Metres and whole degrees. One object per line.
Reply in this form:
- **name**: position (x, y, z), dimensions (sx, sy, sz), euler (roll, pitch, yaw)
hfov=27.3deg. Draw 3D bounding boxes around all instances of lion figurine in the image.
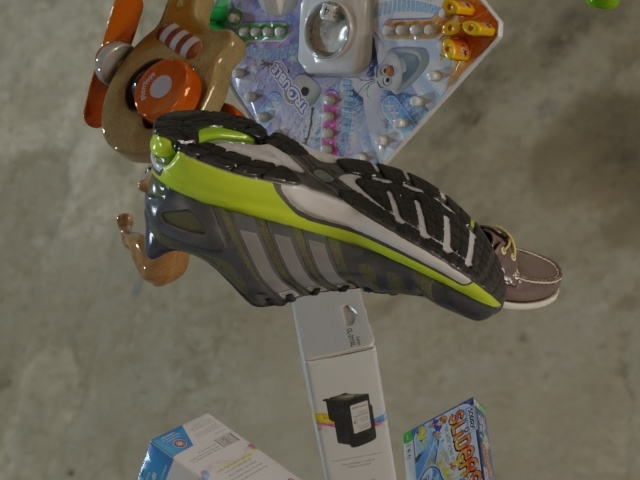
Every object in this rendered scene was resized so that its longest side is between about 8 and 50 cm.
- **lion figurine**: position (-0.240, -0.031, 2.130), dimensions (0.392, 0.142, 0.240), euler (104, 155, -51)

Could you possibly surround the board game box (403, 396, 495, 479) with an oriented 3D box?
- **board game box**: position (0.193, 0.344, 1.975), dimensions (0.136, 0.035, 0.201), euler (-32, 32, 22)

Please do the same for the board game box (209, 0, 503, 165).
- **board game box**: position (0.009, -0.288, 1.808), dimensions (0.390, 0.050, 0.390), euler (-48, 64, 30)

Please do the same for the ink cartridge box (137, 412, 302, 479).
- **ink cartridge box**: position (-0.085, 0.215, 1.163), dimensions (0.122, 0.088, 0.052), euler (31, 114, 23)

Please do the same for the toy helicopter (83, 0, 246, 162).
- **toy helicopter**: position (-0.191, -0.262, 1.689), dimensions (0.235, 0.140, 0.355), euler (1, 66, 34)

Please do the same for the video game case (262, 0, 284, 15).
- **video game case**: position (-0.046, -0.320, 1.256), dimensions (0.019, 0.157, 0.143), euler (1, 49, 11)

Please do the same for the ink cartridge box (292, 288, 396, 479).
- **ink cartridge box**: position (0.023, 0.150, 1.342), dimensions (0.072, 0.175, 0.127), euler (-11, 30, -2)

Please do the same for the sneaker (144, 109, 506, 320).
- **sneaker**: position (0.000, 0.000, 1.026), dimensions (0.111, 0.300, 0.121), euler (-71, 4, -59)

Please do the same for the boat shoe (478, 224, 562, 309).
- **boat shoe**: position (0.239, 0.026, 2.012), dimensions (0.116, 0.325, 0.096), euler (-110, 37, -52)

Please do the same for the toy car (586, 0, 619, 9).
- **toy car**: position (0.450, -0.463, 2.009), dimensions (0.149, 0.188, 0.155), euler (32, 134, 29)
